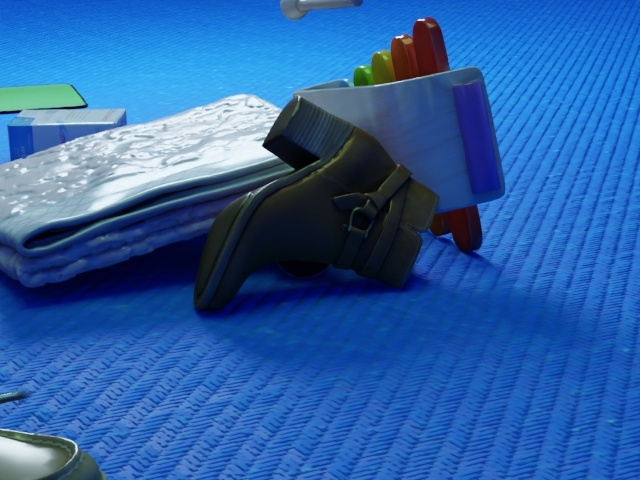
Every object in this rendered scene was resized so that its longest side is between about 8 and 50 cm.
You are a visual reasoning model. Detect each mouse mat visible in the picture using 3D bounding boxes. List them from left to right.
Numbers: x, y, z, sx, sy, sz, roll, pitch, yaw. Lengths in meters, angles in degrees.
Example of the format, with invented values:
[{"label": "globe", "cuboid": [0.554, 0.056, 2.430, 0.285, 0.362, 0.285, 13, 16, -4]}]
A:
[{"label": "mouse mat", "cuboid": [-0.411, -0.198, 2.064, 0.152, 0.007, 0.189, -6, 17, -16]}]

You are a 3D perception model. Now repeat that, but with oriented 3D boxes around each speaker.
[{"label": "speaker", "cuboid": [-0.023, -0.012, 1.279, 0.055, 0.055, 0.136, -3, 15, -8]}]

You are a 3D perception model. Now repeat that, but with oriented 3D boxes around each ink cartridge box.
[{"label": "ink cartridge box", "cuboid": [-0.285, -0.118, 1.681, 0.122, 0.052, 0.088, -2, 16, 2]}]

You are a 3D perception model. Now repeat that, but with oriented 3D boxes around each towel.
[{"label": "towel", "cuboid": [-0.157, -0.057, 1.337, 0.332, 0.053, 0.317, -18, 18, -21]}]

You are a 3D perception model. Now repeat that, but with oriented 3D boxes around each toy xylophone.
[{"label": "toy xylophone", "cuboid": [0.052, -0.119, 1.347, 0.081, 0.236, 0.322, -15, 17, -19]}]

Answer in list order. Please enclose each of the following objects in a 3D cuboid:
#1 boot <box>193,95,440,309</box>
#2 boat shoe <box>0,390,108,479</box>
[{"label": "boot", "cuboid": [0.000, 0.000, 1.174, 0.152, 0.197, 0.073, 34, -12, -16]}, {"label": "boat shoe", "cuboid": [-0.253, 0.117, 0.770, 0.285, 0.089, 0.104, 0, 15, 1]}]
